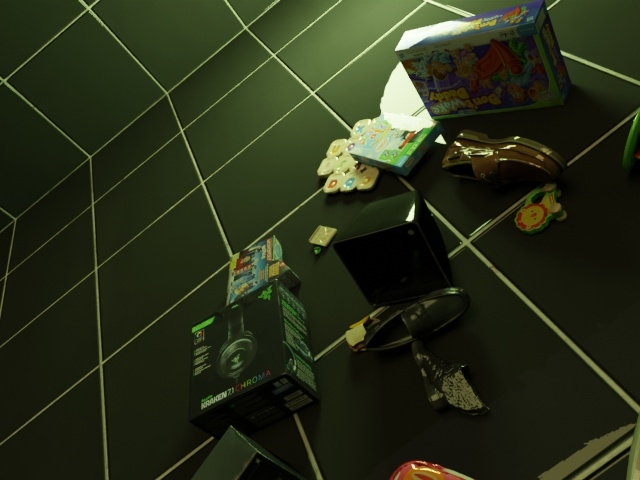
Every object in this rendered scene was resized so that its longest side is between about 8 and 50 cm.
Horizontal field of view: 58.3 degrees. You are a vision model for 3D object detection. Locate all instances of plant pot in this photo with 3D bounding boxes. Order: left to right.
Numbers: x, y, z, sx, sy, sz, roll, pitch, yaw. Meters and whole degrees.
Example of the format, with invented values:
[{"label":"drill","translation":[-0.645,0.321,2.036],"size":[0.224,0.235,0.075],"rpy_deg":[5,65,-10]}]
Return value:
[{"label":"plant pot","translation":[0.164,0.002,1.206],"size":[0.188,0.187,0.167],"rpy_deg":[-15,33,30]}]

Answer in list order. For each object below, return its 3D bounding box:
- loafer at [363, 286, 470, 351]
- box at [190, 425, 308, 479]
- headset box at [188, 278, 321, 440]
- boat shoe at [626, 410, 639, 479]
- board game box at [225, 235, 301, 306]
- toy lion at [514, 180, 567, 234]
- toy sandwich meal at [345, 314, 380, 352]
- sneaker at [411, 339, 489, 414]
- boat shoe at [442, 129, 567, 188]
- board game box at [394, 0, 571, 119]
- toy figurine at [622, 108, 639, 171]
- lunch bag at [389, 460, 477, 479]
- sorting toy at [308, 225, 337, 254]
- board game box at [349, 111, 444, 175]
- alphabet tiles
[{"label":"loafer","translation":[0.183,0.159,1.098],"size":[0.223,0.076,0.078],"rpy_deg":[-29,0,20]},{"label":"box","translation":[-0.158,0.488,0.997],"size":[0.103,0.184,0.261],"rpy_deg":[21,68,48]},{"label":"headset box","translation":[-0.150,0.254,1.259],"size":[0.246,0.131,0.283],"rpy_deg":[-29,39,15]},{"label":"boat shoe","translation":[0.443,0.313,0.728],"size":[0.096,0.112,0.335],"rpy_deg":[14,68,27]},{"label":"board game box","translation":[-0.144,0.089,1.471],"size":[0.194,0.060,0.194],"rpy_deg":[-24,41,20]},{"label":"toy lion","translation":[0.435,-0.060,1.148],"size":[0.096,0.034,0.100],"rpy_deg":[-24,40,32]},{"label":"toy sandwich meal","translation":[0.091,0.192,1.194],"size":[0.086,0.029,0.085],"rpy_deg":[-23,41,22]},{"label":"sneaker","translation":[0.226,0.238,1.021],"size":[0.089,0.051,0.170],"rpy_deg":[-28,44,16]},{"label":"boat shoe","translation":[0.383,-0.156,1.230],"size":[0.104,0.111,0.307],"rpy_deg":[-53,27,-4]},{"label":"board game box","translation":[0.383,-0.413,1.365],"size":[0.347,0.233,0.078],"rpy_deg":[3,56,42]},{"label":"toy figurine","translation":[0.658,-0.179,1.032],"size":[0.159,0.130,0.173],"rpy_deg":[21,43,34]},{"label":"lunch bag","translation":[0.196,0.457,0.751],"size":[0.293,0.120,0.258],"rpy_deg":[10,59,32]},{"label":"sorting toy","translation":[0.000,0.000,1.471],"size":[0.062,0.012,0.083],"rpy_deg":[16,61,42]},{"label":"board game box","translation":[0.194,-0.257,1.498],"size":[0.160,0.039,0.211],"rpy_deg":[-50,38,-11]},{"label":"alphabet tiles","translation":[0.124,-0.239,1.590],"size":[0.284,0.021,0.278],"rpy_deg":[-1,53,40]}]
